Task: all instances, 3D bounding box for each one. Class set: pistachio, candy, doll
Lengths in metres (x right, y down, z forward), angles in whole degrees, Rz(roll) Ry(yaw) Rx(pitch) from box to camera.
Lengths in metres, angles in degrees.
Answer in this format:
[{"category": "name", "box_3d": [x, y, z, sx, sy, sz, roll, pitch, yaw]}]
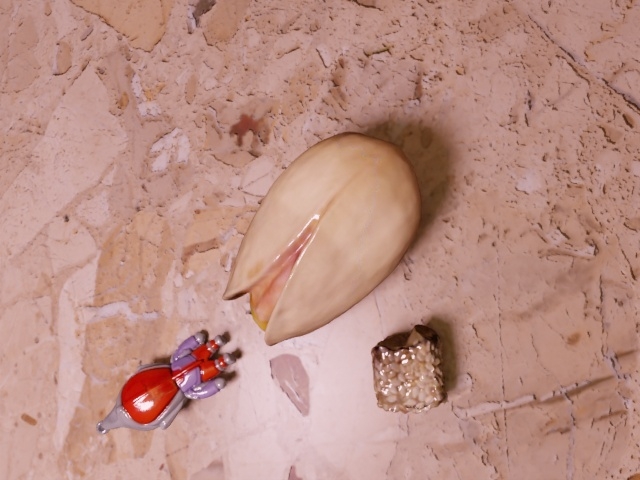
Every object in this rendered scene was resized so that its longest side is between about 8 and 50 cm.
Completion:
[{"category": "pistachio", "box_3d": [0.000, 0.000, 0.648, 0.187, 0.187, 0.299, 42, 101, 13]}, {"category": "candy", "box_3d": [0.113, 0.167, 0.663, 0.095, 0.085, 0.110, -12, 88, 23]}, {"category": "doll", "box_3d": [-0.231, 0.217, 0.751, 0.227, 0.075, 0.102, -35, 65, 0]}]
